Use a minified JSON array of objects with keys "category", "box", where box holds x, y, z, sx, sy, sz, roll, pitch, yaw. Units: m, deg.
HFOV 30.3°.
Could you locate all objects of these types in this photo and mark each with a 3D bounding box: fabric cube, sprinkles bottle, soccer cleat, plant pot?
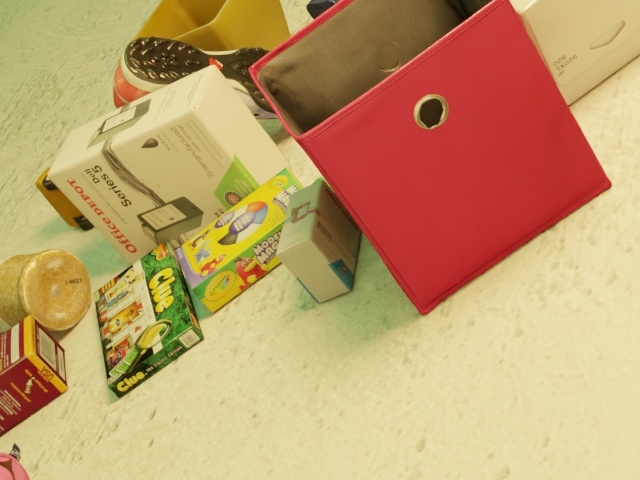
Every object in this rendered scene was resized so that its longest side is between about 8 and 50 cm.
[{"category":"fabric cube","box":[0.113,-0.128,1.294,0.254,0.258,0.259,-35,28,3]},{"category":"sprinkles bottle","box":[-0.500,0.084,1.804,0.355,0.121,0.121,-6,41,43]},{"category":"soccer cleat","box":[-0.150,-0.221,1.749,0.116,0.318,0.108,130,139,-51]},{"category":"plant pot","box":[-0.164,-0.311,1.942,0.212,0.187,0.212,-15,35,35]}]

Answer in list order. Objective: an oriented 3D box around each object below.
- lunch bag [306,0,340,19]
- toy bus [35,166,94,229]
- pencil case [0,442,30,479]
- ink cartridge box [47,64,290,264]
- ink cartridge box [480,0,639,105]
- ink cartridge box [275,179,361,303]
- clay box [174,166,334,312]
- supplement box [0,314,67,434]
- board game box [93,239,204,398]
[{"category":"lunch bag","box":[0.029,-0.392,1.972,0.098,0.067,0.065,6,50,53]},{"category":"toy bus","box":[-0.304,-0.112,1.886,0.333,0.108,0.130,-9,39,41]},{"category":"pencil case","box":[-0.449,0.318,1.428,0.209,0.098,0.095,-24,31,24]},{"category":"ink cartridge box","box":[-0.214,-0.100,1.675,0.273,0.198,0.114,-20,35,29]},{"category":"ink cartridge box","box":[0.276,-0.313,1.429,0.171,0.168,0.232,-37,43,1]},{"category":"ink cartridge box","box":[0.000,0.000,1.405,0.052,0.088,0.122,-25,30,27]},{"category":"clay box","box":[-0.080,-0.012,1.550,0.222,0.053,0.127,-38,29,0]},{"category":"supplement box","box":[-0.444,0.202,1.609,0.188,0.081,0.104,-35,29,4]},{"category":"board game box","box":[-0.236,0.099,1.587,0.136,0.030,0.259,-34,29,1]}]
